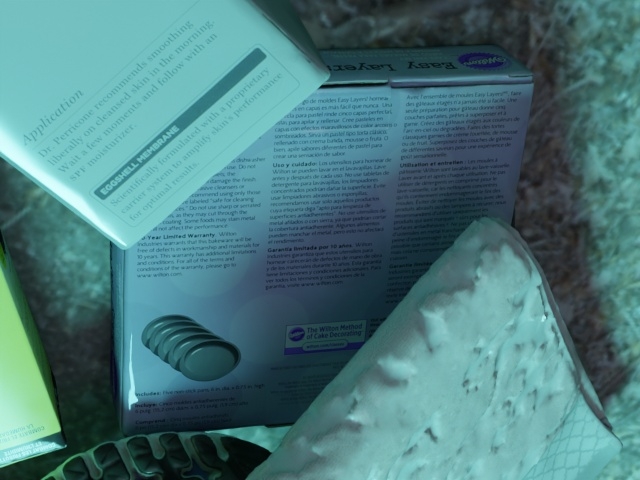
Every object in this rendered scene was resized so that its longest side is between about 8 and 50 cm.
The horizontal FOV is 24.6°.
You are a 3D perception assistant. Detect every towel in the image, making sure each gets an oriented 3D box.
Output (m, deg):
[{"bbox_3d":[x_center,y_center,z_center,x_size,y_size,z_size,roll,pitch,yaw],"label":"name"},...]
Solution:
[{"bbox_3d":[0.056,0.185,0.948,0.332,0.053,0.317,-50,142,-9],"label":"towel"}]

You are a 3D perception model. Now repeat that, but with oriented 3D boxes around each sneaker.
[{"bbox_3d":[-0.166,0.221,0.972,0.330,0.147,0.129,-25,81,5],"label":"sneaker"}]

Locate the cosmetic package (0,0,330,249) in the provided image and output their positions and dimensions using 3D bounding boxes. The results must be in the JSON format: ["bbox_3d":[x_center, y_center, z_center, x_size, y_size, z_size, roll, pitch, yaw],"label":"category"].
[{"bbox_3d":[-0.141,-0.154,0.695,0.138,0.224,0.225,-39,128,11],"label":"cosmetic package"}]

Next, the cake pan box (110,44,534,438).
[{"bbox_3d":[0.000,0.000,0.934,0.267,0.070,0.245,-5,121,-14],"label":"cake pan box"}]

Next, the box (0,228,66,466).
[{"bbox_3d":[-0.213,0.020,0.871,0.058,0.087,0.232,-17,122,-7],"label":"box"}]
